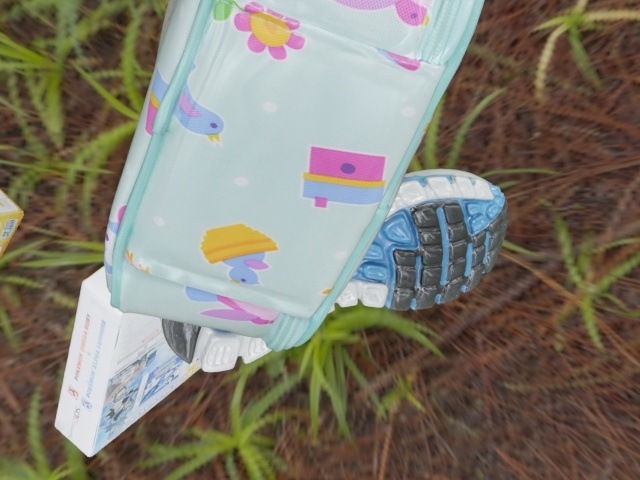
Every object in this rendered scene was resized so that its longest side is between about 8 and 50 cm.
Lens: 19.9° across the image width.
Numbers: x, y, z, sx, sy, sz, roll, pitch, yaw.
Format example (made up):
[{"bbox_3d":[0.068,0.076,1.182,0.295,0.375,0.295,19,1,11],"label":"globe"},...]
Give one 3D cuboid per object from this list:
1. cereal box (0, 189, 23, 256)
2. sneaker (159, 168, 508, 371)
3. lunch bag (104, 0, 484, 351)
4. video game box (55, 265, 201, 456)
[{"bbox_3d":[-0.344,0.043,1.349,0.047,0.240,0.173,42,115,20],"label":"cereal box"},{"bbox_3d":[0.000,0.000,0.902,0.190,0.083,0.071,-15,115,-19],"label":"sneaker"},{"bbox_3d":[-0.002,-0.108,0.753,0.108,0.279,0.224,18,47,-8],"label":"lunch bag"},{"bbox_3d":[-0.108,0.047,1.390,0.048,0.187,0.205,37,51,18],"label":"video game box"}]
